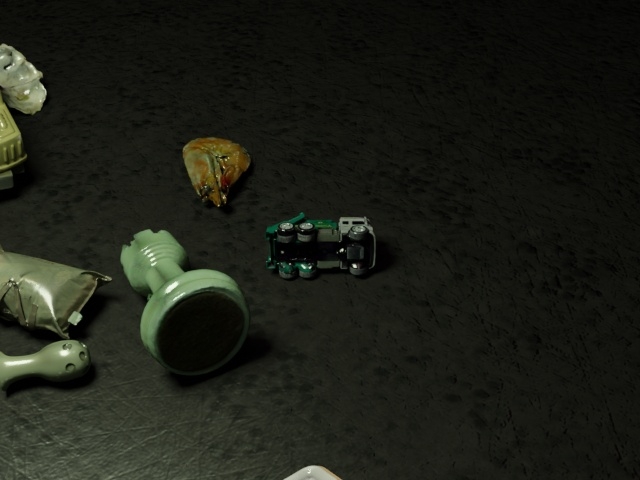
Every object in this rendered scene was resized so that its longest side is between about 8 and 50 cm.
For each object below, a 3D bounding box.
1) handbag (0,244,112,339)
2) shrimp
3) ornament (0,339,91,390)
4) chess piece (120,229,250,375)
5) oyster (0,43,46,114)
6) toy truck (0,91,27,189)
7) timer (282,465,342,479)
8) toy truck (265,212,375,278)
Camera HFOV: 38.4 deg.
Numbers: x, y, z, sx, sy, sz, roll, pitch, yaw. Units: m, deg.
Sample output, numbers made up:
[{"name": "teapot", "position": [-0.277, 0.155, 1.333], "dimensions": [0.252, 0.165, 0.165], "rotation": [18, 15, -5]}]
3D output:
[{"name": "handbag", "position": [-0.549, 0.098, 1.729], "dimensions": [0.271, 0.117, 0.182], "rotation": [14, 51, 16]}, {"name": "shrimp", "position": [-0.230, -0.157, 2.063], "dimensions": [0.154, 0.062, 0.294], "rotation": [-1, 38, -9]}, {"name": "ornament", "position": [-0.483, 0.217, 1.616], "dimensions": [0.156, 0.081, 0.074], "rotation": [-10, 75, -6]}, {"name": "chess piece", "position": [-0.268, 0.093, 1.686], "dimensions": [0.195, 0.194, 0.299], "rotation": [-19, 34, -20]}, {"name": "oyster", "position": [-0.879, -0.393, 2.324], "dimensions": [0.352, 0.114, 0.237], "rotation": [-13, 50, -7]}, {"name": "toy truck", "position": [-0.782, -0.293, 2.038], "dimensions": [0.181, 0.254, 0.405], "rotation": [-12, 55, -27]}, {"name": "timer", "position": [-0.041, 0.446, 1.271], "dimensions": [0.257, 0.161, 0.250], "rotation": [-25, 37, -25]}, {"name": "toy truck", "position": [0.000, 0.000, 1.837], "dimensions": [0.216, 0.110, 0.116], "rotation": [-1, 29, 0]}]
